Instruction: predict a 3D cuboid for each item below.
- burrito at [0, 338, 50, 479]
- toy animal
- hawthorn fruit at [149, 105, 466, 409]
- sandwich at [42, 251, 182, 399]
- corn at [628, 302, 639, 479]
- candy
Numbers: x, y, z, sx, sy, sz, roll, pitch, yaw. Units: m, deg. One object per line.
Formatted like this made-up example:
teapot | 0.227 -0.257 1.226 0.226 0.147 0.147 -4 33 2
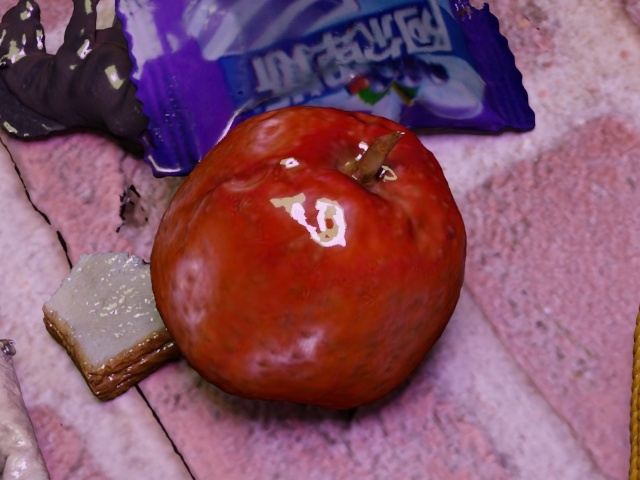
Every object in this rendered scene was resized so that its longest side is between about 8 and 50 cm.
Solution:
burrito | -0.186 0.125 1.155 0.041 0.045 0.185 4 42 -33
toy animal | -0.131 -0.112 1.319 0.233 0.084 0.148 27 75 23
hawthorn fruit | 0.000 0.000 1.121 0.179 0.200 0.179 11 54 -15
sandwich | -0.117 0.042 1.214 0.105 0.035 0.093 -27 53 -12
corn | 0.217 0.136 1.051 0.106 0.106 0.305 -2 49 8
candy | 0.002 -0.116 1.259 0.275 0.070 0.145 -9 63 -21
